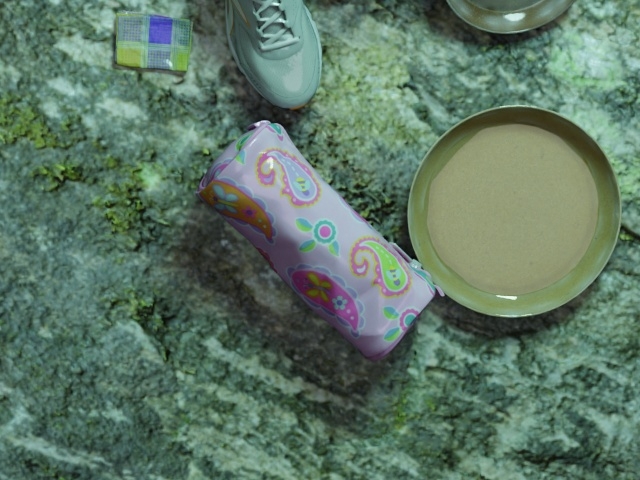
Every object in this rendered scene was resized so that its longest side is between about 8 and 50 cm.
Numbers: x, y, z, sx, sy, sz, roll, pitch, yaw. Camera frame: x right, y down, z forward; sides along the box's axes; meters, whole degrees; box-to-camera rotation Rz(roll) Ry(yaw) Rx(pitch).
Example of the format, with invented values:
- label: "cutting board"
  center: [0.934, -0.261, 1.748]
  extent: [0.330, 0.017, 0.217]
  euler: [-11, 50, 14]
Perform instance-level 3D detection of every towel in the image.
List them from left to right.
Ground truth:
- label: "towel"
  center: [-0.182, -0.215, 1.618]
  extent: [0.083, 0.009, 0.060]
  euler: [7, 99, -3]

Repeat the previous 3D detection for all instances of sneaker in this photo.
- label: "sneaker"
  center: [-0.064, -0.261, 1.557]
  extent: [0.099, 0.121, 0.262]
  euler: [-16, 100, 2]

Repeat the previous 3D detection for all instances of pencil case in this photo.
- label: "pencil case"
  center: [0.000, 0.000, 1.607]
  extent: [0.284, 0.124, 0.124]
  euler: [44, 96, -8]

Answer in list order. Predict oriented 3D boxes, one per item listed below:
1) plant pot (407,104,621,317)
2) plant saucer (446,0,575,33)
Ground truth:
- label: "plant pot"
  center: [0.213, -0.033, 1.649]
  extent: [0.236, 0.032, 0.236]
  euler: [0, 100, -1]
- label: "plant saucer"
  center: [0.205, -0.299, 1.578]
  extent: [0.168, 0.029, 0.168]
  euler: [-5, 125, -7]
